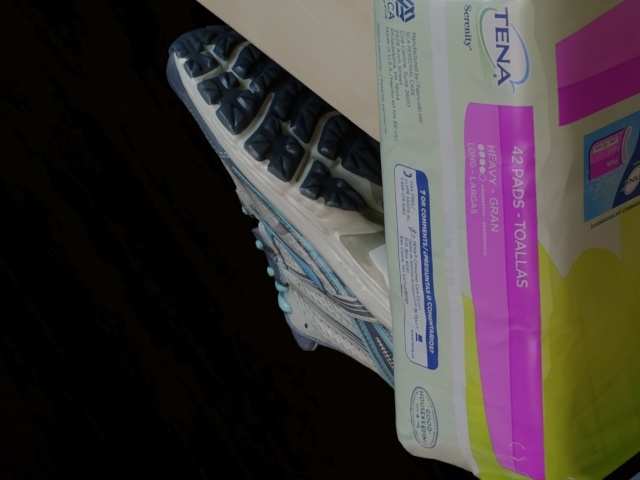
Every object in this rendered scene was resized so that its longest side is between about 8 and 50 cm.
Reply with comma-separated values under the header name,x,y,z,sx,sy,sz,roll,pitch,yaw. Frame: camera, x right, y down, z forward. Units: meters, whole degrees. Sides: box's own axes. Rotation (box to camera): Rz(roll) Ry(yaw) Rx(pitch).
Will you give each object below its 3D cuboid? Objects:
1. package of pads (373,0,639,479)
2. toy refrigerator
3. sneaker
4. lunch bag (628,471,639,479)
name,x,y,z,sx,sy,sz,roll,pitch,yaw
package of pads,0.147,-0.036,0.859,0.101,0.296,0.229,13,117,38
toy refrigerator,-0.022,-0.181,1.049,0.269,0.094,0.102,39,133,16
sneaker,0.000,0.000,1.097,0.283,0.110,0.122,48,131,9
lunch bag,0.237,0.233,1.029,0.243,0.115,0.303,49,127,4
